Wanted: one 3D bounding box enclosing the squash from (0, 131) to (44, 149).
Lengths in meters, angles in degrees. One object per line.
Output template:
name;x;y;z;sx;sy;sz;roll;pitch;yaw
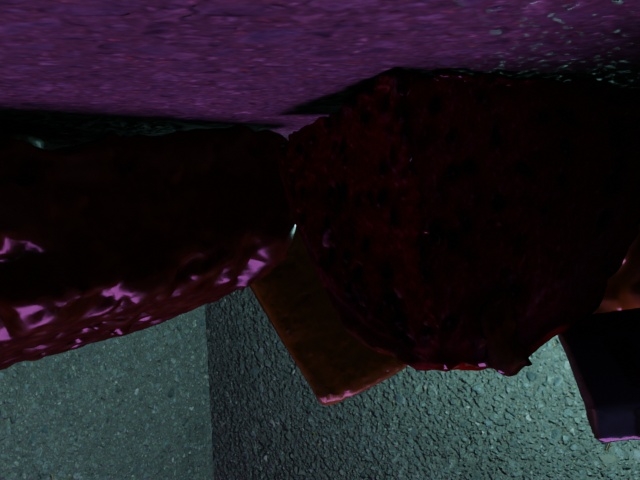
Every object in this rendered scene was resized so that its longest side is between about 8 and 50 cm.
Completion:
squash;-0.398;-0.070;0.879;0.252;0.048;0.252;-3;179;0

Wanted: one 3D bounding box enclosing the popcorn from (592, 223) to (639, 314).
popcorn;0.333;-0.005;0.880;0.265;0.225;0.332;26;-150;-27

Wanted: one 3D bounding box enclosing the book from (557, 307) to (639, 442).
book;0.353;0.064;0.593;0.380;0.031;0.264;-8;-176;9

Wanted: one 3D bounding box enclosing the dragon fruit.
dragon fruit;0.151;-0.051;0.706;0.330;0.302;0.240;-19;149;-6

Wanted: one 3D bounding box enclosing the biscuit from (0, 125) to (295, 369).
biscuit;-0.245;0.019;0.885;0.395;0.166;0.343;-11;173;-43

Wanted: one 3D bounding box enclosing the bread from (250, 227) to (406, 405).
bread;0.000;0.000;1.142;0.245;0.361;0.233;-30;178;-4
